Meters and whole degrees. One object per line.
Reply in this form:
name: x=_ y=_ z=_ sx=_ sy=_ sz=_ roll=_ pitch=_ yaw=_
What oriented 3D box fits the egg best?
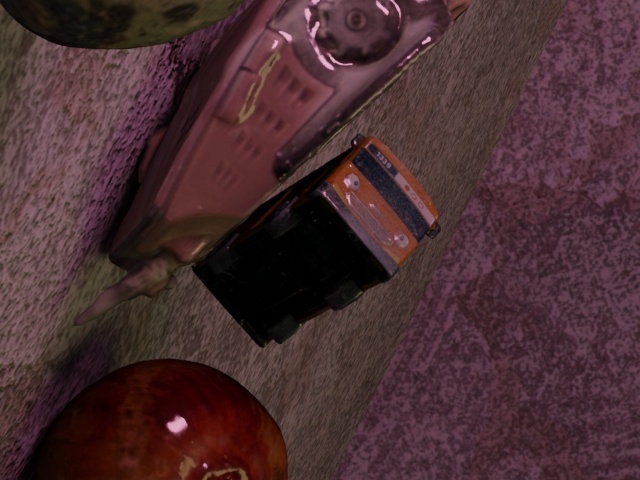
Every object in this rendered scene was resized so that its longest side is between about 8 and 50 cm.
egg: x=-0.090 y=-0.167 z=0.942 sx=0.181 sy=0.141 sz=0.141 roll=-44 pitch=158 yaw=-33

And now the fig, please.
fig: x=-0.123 y=0.183 z=1.417 sx=0.205 sy=0.205 sz=0.205 roll=-59 pitch=166 yaw=-24

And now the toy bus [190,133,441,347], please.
toy bus: x=0.000 y=0.000 z=1.379 sx=0.103 sy=0.091 sz=0.182 roll=-46 pitch=-170 yaw=-37

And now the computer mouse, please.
computer mouse: x=-0.047 y=-0.092 z=1.334 sx=0.389 sy=0.115 sz=0.199 roll=-42 pitch=179 yaw=-8
